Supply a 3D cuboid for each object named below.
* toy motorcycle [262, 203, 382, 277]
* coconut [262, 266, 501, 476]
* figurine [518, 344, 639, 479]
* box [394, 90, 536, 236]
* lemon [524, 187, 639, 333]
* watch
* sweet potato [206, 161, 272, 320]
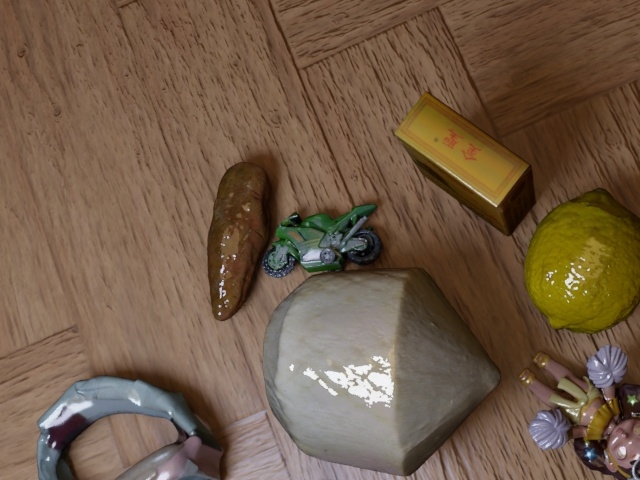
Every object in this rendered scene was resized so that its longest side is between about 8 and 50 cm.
[{"bbox_3d":[0.000,0.000,1.494,0.190,0.074,0.106,-9,69,10],"label":"toy motorcycle"},{"bbox_3d":[0.087,0.173,1.321,0.329,0.329,0.328,-2,78,11],"label":"coconut"},{"bbox_3d":[0.386,0.244,1.337,0.240,0.116,0.174,39,86,22],"label":"figurine"},{"bbox_3d":[0.214,-0.100,1.358,0.174,0.274,0.076,37,92,16],"label":"box"},{"bbox_3d":[0.377,0.034,1.349,0.181,0.180,0.193,14,57,14],"label":"lemon"},{"bbox_3d":[-0.302,0.316,1.459,0.253,0.162,0.241,-35,62,0],"label":"watch"},{"bbox_3d":[-0.130,0.003,1.504,0.097,0.097,0.251,5,81,13],"label":"sweet potato"}]
